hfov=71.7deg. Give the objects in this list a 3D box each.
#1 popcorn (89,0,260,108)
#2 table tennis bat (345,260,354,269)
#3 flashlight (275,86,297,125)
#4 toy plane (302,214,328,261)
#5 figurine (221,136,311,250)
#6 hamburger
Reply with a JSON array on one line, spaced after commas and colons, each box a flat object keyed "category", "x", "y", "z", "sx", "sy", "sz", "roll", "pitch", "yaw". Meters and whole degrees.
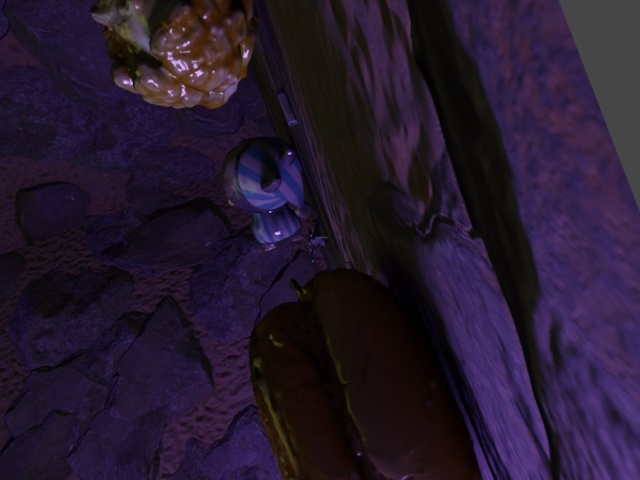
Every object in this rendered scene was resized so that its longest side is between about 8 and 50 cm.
[{"category": "popcorn", "x": -0.255, "y": -0.412, "z": 0.817, "sx": 0.279, "sy": 0.274, "sz": 0.336, "roll": 8, "pitch": 83, "yaw": 47}, {"category": "table tennis bat", "x": 0.086, "y": 0.115, "z": 0.892, "sx": 0.087, "sy": 0.013, "sz": 0.157, "roll": 67, "pitch": 180, "yaw": -78}, {"category": "flashlight", "x": -0.072, "y": -0.280, "z": 0.925, "sx": 0.018, "sy": 0.018, "sz": 0.083, "roll": 70, "pitch": 179, "yaw": -78}, {"category": "toy plane", "x": -0.016, "y": -0.002, "z": 1.502, "sx": 0.234, "sy": 0.082, "sz": 0.160, "roll": 94, "pitch": -179, "yaw": -84}, {"category": "figurine", "x": -0.162, "y": -0.136, "z": 1.331, "sx": 0.378, "sy": 0.266, "sz": 0.362, "roll": -129, "pitch": 19, "yaw": -82}, {"category": "hamburger", "x": 0.039, "y": 0.174, "z": 0.450, "sx": 0.290, "sy": 0.170, "sz": 0.314, "roll": 97, "pitch": 153, "yaw": -80}]
